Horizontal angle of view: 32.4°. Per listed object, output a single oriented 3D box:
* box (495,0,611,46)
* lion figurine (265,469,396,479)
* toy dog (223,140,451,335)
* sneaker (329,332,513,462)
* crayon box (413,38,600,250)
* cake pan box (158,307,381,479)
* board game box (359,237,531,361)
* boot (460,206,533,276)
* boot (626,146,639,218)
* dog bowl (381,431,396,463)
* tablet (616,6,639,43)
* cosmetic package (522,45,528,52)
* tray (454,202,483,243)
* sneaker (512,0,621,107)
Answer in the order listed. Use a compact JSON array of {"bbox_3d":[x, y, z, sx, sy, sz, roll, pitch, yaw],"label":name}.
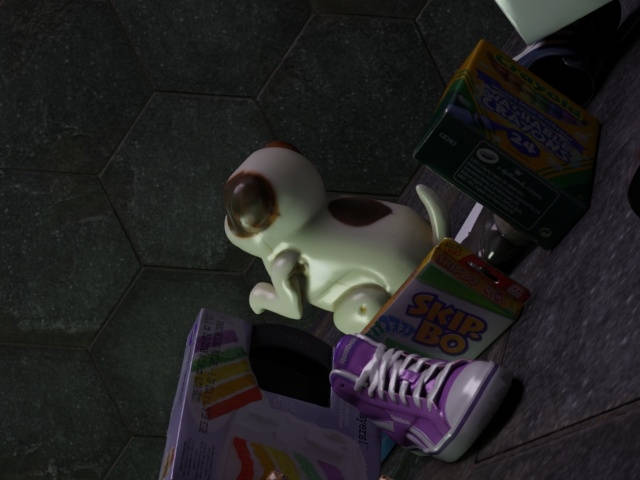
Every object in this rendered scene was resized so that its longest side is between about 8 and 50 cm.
[{"bbox_3d":[0.423,-0.472,1.619,0.345,0.168,0.215,-25,23,40],"label":"box"},{"bbox_3d":[-0.014,0.322,0.925,0.240,0.142,0.392,-54,8,-24],"label":"lion figurine"},{"bbox_3d":[0.000,0.000,2.034,0.395,0.408,0.284,-54,4,46],"label":"toy dog"},{"bbox_3d":[0.089,0.157,1.180,0.102,0.161,0.282,-55,3,-23],"label":"sneaker"},{"bbox_3d":[0.251,-0.142,1.423,0.083,0.203,0.323,-54,3,31],"label":"crayon box"},{"bbox_3d":[-0.049,0.217,1.285,0.267,0.246,0.070,-84,18,-47],"label":"cake pan box"},{"bbox_3d":[0.135,0.107,1.334,0.259,0.124,0.039,-54,4,42],"label":"board game box"},{"bbox_3d":[0.221,-0.004,1.538,0.229,0.091,0.263,-53,6,36],"label":"boot"},{"bbox_3d":[0.372,-0.149,0.960,0.264,0.096,0.280,-63,-8,27],"label":"boot"},{"bbox_3d":[0.030,0.295,1.505,0.297,0.074,0.166,-55,3,14],"label":"dog bowl"},{"bbox_3d":[0.494,-0.347,1.726,0.083,0.006,0.054,-56,3,21],"label":"tablet"},{"bbox_3d":[0.385,-0.285,2.121,0.231,0.085,0.117,-56,3,27],"label":"cosmetic package"},{"bbox_3d":[0.244,-0.002,1.766,0.270,0.030,0.145,-57,2,-18],"label":"tray"},{"bbox_3d":[0.392,-0.277,1.722,0.350,0.131,0.148,-45,30,-22],"label":"sneaker"}]
